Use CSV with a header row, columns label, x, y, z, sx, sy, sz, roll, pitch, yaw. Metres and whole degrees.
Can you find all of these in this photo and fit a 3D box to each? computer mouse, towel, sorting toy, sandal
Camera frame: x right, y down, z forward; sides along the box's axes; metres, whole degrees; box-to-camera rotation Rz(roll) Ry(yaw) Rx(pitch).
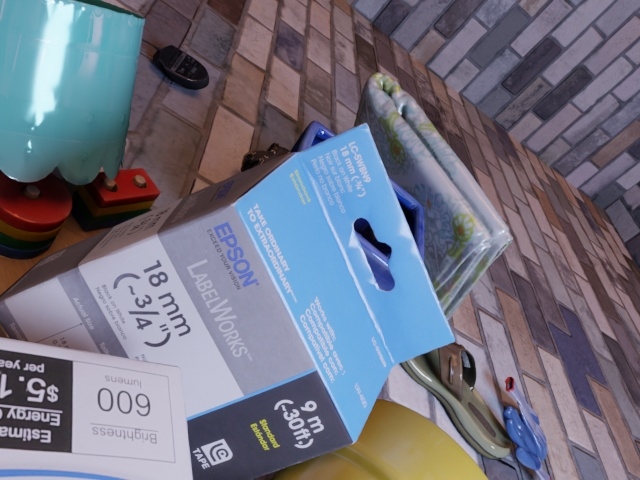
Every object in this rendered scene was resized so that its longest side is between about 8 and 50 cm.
label,x,y,z,sx,sy,sz,roll,pitch,yaw
computer mouse,-0.319,-0.354,1.142,0.242,0.041,0.071,32,49,-11
towel,0.161,-0.061,1.093,0.090,0.320,0.374,-21,65,-23
sorting toy,-0.261,0.014,0.700,0.257,0.089,0.255,53,31,13
sandal,0.232,0.227,1.039,0.303,0.086,0.120,50,30,9

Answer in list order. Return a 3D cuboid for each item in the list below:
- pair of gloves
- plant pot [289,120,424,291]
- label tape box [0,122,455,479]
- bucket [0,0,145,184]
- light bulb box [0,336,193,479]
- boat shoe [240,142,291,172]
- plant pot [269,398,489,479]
label,x,y,z,sx,sy,sz,roll,pitch,yaw
pair of gloves,0.363,0.341,1.075,0.159,0.023,0.198,60,24,-4
plant pot,0.000,0.000,0.912,0.236,0.212,0.236,38,31,-13
label tape box,-0.067,0.075,0.540,0.106,0.333,0.241,-87,153,-71
bucket,-0.334,-0.194,0.675,0.281,0.183,0.281,16,16,-5
light bulb box,-0.256,0.244,0.290,0.358,0.225,0.361,19,38,-37
boat shoe,-0.103,-0.128,1.081,0.076,0.080,0.228,37,29,0
plant pot,0.009,0.307,0.542,0.239,0.254,0.254,-20,68,-40
